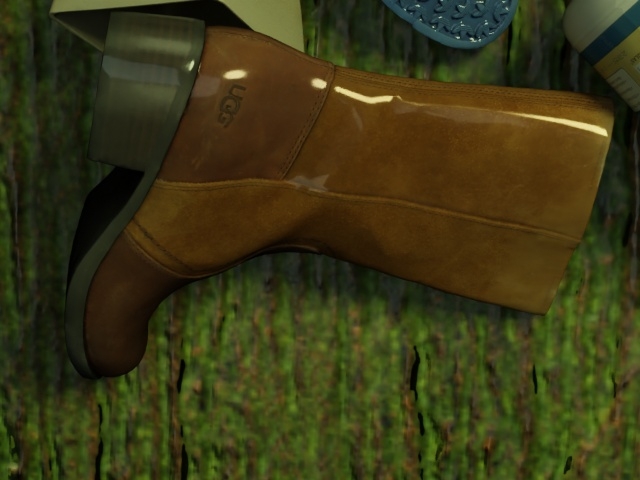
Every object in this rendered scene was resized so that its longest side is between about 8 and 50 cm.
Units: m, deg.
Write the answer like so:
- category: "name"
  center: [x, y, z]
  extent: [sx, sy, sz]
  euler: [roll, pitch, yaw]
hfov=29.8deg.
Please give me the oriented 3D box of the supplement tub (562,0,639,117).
- category: "supplement tub"
  center: [0.240, -0.090, 0.620]
  extent: [0.144, 0.144, 0.200]
  euler: [-42, 88, 12]

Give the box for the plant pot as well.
- category: "plant pot"
  center: [-0.073, -0.154, 0.682]
  extent: [0.109, 0.109, 0.096]
  euler: [0, 75, 25]

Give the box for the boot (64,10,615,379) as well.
- category: "boot"
  center: [0.000, 0.000, 0.703]
  extent: [0.280, 0.096, 0.264]
  euler: [10, 123, -11]

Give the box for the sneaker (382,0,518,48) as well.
- category: "sneaker"
  center: [0.020, -0.205, 0.684]
  extent: [0.081, 0.090, 0.232]
  euler: [-44, 109, 11]
